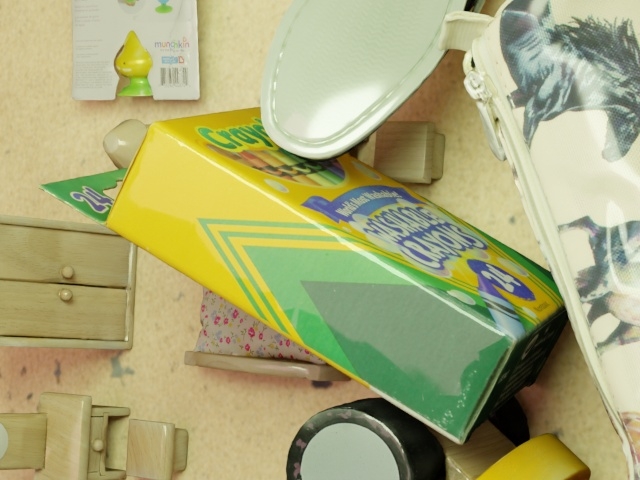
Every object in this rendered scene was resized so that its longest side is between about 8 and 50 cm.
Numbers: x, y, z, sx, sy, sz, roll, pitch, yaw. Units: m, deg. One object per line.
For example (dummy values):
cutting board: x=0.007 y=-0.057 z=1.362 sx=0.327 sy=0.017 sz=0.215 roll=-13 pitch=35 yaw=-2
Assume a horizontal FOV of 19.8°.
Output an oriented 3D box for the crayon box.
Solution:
crayon box: x=0.000 y=0.000 z=1.230 sx=0.323 sy=0.203 sz=0.083 roll=30 pitch=106 yaw=13

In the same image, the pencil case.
pencil case: x=0.215 y=0.024 z=1.144 sx=0.183 sy=0.160 sz=0.410 roll=-16 pitch=73 yaw=-3

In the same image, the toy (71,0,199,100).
toy: x=-0.143 y=-0.234 z=1.519 sx=0.136 sy=0.056 sz=0.237 roll=3 pitch=93 yaw=34

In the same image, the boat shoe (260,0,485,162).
boat shoe: x=0.061 y=-0.171 z=1.266 sx=0.114 sy=0.091 sz=0.302 roll=31 pitch=76 yaw=16

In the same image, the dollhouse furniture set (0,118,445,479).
dollhouse furniture set: x=-0.103 y=0.054 z=1.388 sx=0.355 sy=0.173 sz=0.303 roll=2 pitch=87 yaw=38

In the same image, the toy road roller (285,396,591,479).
toy road roller: x=0.060 y=0.261 z=1.233 sx=0.240 sy=0.202 sz=0.329 roll=43 pitch=111 yaw=20
